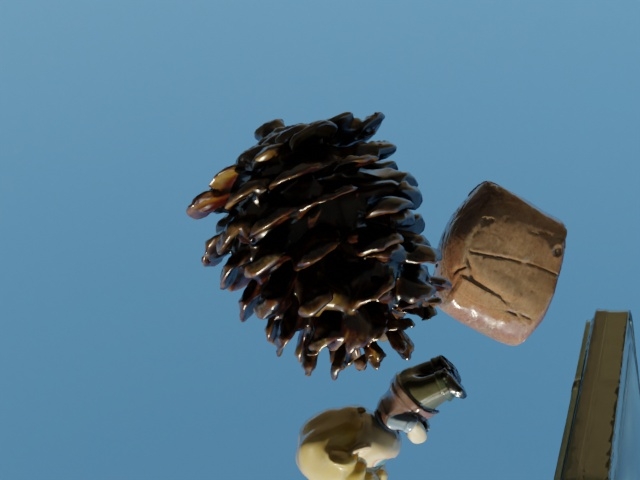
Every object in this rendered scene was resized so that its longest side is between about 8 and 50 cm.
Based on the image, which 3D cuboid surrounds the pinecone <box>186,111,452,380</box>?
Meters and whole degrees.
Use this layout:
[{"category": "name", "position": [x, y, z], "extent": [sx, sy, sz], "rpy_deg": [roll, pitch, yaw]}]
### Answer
[{"category": "pinecone", "position": [0.000, 0.000, 1.269], "extent": [0.224, 0.224, 0.272], "rpy_deg": [-19, -106, -6]}]

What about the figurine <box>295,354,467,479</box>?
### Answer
[{"category": "figurine", "position": [0.065, 0.196, 1.375], "extent": [0.196, 0.108, 0.114], "rpy_deg": [-35, -154, 9]}]

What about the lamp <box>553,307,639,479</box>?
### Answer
[{"category": "lamp", "position": [0.224, 0.223, 0.999], "extent": [0.047, 0.269, 0.266], "rpy_deg": [-3, -154, 20]}]

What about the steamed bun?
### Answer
[{"category": "steamed bun", "position": [0.209, 0.026, 1.592], "extent": [0.145, 0.106, 0.175], "rpy_deg": [25, -102, -10]}]
